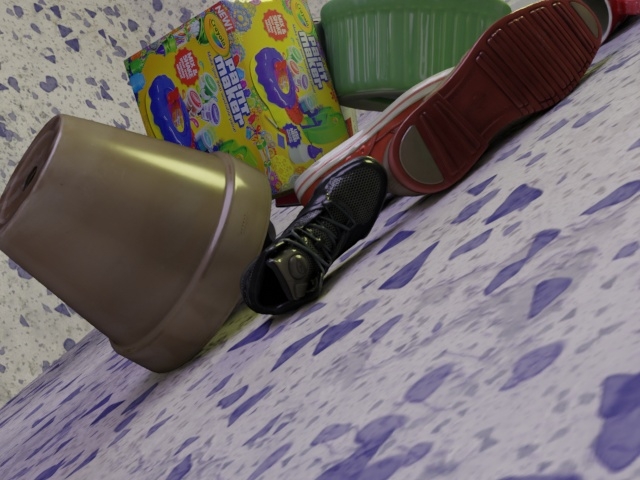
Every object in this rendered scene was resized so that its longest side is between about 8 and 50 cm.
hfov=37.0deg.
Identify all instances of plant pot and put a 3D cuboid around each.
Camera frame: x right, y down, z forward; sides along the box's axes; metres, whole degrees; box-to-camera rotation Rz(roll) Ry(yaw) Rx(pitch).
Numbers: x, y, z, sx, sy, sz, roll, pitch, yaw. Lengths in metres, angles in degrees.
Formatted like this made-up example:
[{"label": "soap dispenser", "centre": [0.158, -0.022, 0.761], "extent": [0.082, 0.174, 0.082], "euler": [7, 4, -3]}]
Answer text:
[{"label": "plant pot", "centre": [-0.269, -0.021, 1.283], "extent": [0.323, 0.280, 0.323], "euler": [-40, 34, 34]}]

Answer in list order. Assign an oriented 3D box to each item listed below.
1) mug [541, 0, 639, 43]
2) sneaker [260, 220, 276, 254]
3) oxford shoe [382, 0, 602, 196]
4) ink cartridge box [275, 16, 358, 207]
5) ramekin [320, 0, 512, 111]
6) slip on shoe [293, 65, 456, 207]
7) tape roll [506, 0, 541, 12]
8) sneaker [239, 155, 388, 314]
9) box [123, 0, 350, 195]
[{"label": "mug", "centre": [0.426, -0.350, 1.378], "extent": [0.169, 0.150, 0.113], "euler": [-36, -30, -34]}, {"label": "sneaker", "centre": [-0.213, 0.018, 1.792], "extent": [0.385, 0.145, 0.147], "euler": [-21, 5, 42]}, {"label": "oxford shoe", "centre": [0.201, -0.181, 1.191], "extent": [0.348, 0.123, 0.130], "euler": [-37, 2, -15]}, {"label": "ink cartridge box", "centre": [-0.025, -0.225, 1.658], "extent": [0.130, 0.309, 0.272], "euler": [-5, 13, 14]}, {"label": "ramekin", "centre": [0.149, -0.292, 1.524], "extent": [0.304, 0.148, 0.303], "euler": [1, 0, 0]}, {"label": "slip on shoe", "centre": [0.115, -0.127, 1.326], "extent": [0.331, 0.101, 0.123], "euler": [-37, -17, 14]}, {"label": "tape roll", "centre": [0.504, -0.506, 1.906], "extent": [0.286, 0.100, 0.286], "euler": [-36, 7, 5]}, {"label": "sneaker", "centre": [0.000, 0.000, 1.087], "extent": [0.227, 0.087, 0.130], "euler": [-44, 11, 0]}, {"label": "box", "centre": [-0.128, -0.200, 1.510], "extent": [0.177, 0.289, 0.279], "euler": [-19, 2, -44]}]
